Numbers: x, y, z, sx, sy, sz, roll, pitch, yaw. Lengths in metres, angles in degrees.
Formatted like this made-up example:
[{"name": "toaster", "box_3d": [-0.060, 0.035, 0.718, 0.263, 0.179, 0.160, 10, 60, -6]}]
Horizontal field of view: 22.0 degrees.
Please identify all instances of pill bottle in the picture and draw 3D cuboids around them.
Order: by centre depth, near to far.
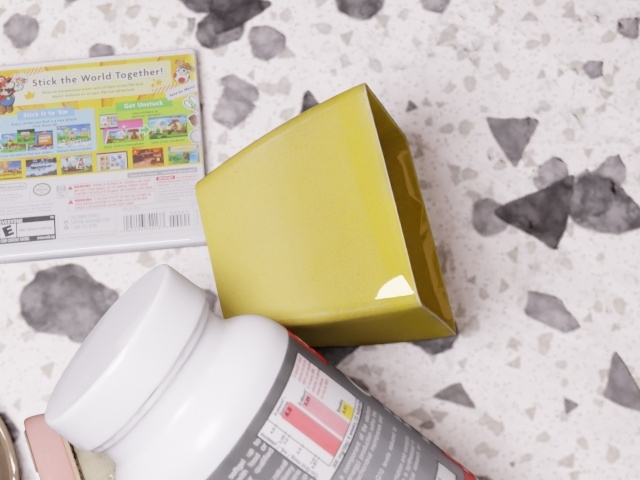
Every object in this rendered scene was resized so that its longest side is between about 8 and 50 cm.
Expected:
[{"name": "pill bottle", "box_3d": [-0.046, 0.195, 1.442, 0.363, 0.210, 0.210, 39, 79, -14]}]

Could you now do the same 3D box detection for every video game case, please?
[{"name": "video game case", "box_3d": [-0.231, -0.086, 1.669, 0.227, 0.026, 0.206, -5, 76, 1]}]

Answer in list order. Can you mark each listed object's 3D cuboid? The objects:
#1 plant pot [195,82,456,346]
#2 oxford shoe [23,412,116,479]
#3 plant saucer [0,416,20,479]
[{"name": "plant pot", "box_3d": [0.000, 0.000, 1.562, 0.187, 0.212, 0.212, -16, 76, 11]}, {"name": "oxford shoe", "box_3d": [-0.140, 0.319, 1.511, 0.147, 0.140, 0.397, -22, 79, -12]}, {"name": "plant saucer", "box_3d": [-0.424, 0.246, 1.582, 0.278, 0.041, 0.277, 0, 77, 1]}]
